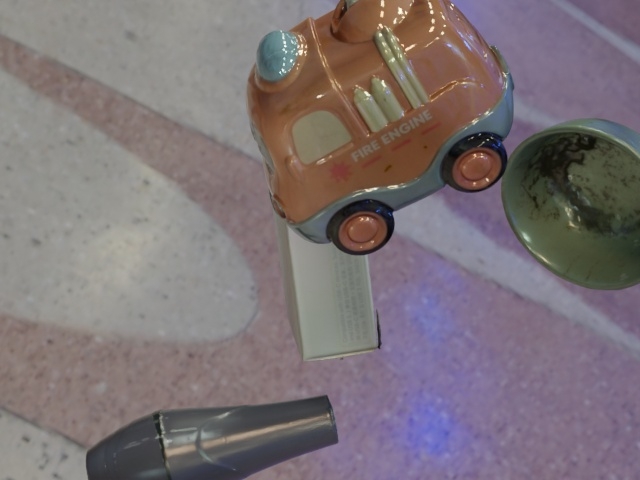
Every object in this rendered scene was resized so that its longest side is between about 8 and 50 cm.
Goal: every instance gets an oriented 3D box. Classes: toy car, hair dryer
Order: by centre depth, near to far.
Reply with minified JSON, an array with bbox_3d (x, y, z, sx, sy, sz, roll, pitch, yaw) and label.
[{"bbox_3d":[0.042,-0.137,1.278,0.212,0.270,0.181,53,14,-35],"label":"toy car"},{"bbox_3d":[-0.102,0.365,1.565,0.301,0.121,0.361,-13,76,0],"label":"hair dryer"}]

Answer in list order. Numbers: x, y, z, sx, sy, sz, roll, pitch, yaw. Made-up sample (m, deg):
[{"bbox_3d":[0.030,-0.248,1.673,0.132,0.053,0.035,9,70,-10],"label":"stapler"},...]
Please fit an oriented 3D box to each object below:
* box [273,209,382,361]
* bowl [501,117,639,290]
[{"bbox_3d":[0.000,0.000,1.640,0.106,0.252,0.203,-7,15,-4],"label":"box"},{"bbox_3d":[0.442,-0.078,2.067,0.289,0.289,0.146,40,48,10],"label":"bowl"}]
